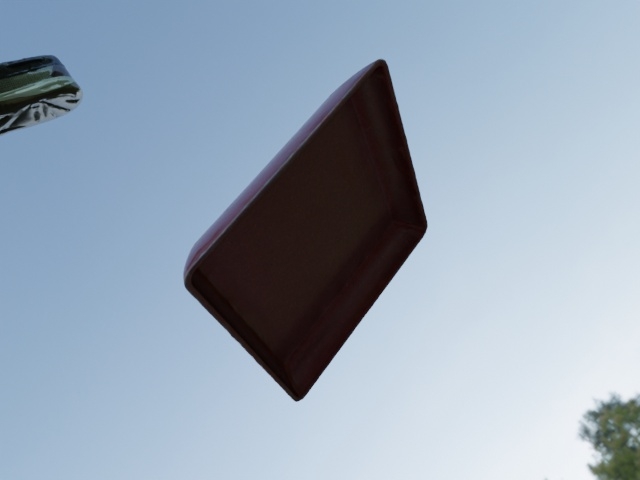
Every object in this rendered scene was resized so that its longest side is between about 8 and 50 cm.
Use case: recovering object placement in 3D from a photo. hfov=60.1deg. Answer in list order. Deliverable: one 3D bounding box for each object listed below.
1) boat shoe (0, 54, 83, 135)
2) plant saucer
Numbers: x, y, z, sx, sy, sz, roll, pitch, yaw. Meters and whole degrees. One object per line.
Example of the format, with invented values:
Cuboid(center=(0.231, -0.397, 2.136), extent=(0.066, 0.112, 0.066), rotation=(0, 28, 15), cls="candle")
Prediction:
Cuboid(center=(-0.398, -0.163, 0.642), extent=(0.223, 0.073, 0.080), rotation=(-26, -12, -31), cls="boat shoe")
Cuboid(center=(0.000, 0.000, 0.542), extent=(0.259, 0.047, 0.258), rotation=(-51, -36, -19), cls="plant saucer")
